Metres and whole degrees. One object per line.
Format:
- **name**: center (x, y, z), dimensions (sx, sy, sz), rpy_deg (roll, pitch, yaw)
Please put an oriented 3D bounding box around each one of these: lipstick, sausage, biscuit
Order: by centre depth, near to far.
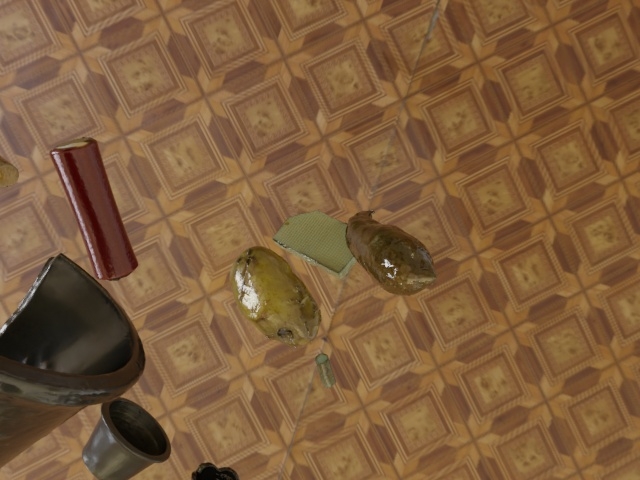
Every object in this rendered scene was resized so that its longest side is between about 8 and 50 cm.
- **lipstick**: center (-0.380, -0.050, 0.991), dimensions (0.080, 0.080, 0.241), rpy_deg (-13, 112, -5)
- **sausage**: center (-0.800, -0.199, 1.392), dimensions (0.065, 0.301, 0.066), rpy_deg (-25, 127, -37)
- **biscuit**: center (0.000, 0.000, 1.649), dimensions (0.252, 0.052, 0.150), rpy_deg (26, 68, 28)

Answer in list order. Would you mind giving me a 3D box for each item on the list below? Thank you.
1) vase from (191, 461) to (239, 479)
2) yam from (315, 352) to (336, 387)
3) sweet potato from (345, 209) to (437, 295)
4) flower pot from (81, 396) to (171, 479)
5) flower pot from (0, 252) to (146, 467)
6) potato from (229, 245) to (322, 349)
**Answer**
- **vase**: center (-0.235, 0.563, 1.131), dimensions (0.115, 0.115, 0.237), rpy_deg (21, 102, -6)
- **yam**: center (0.015, 0.377, 1.693), dimensions (0.043, 0.043, 0.094), rpy_deg (-17, 100, -4)
- **sweet potato**: center (0.132, 0.013, 1.285), dimensions (0.130, 0.423, 0.131), rpy_deg (-5, 110, -14)
- **flower pot**: center (-0.540, 0.556, 1.581), dimensions (0.235, 0.235, 0.148), rpy_deg (43, 89, -6)
- **flower pot**: center (-0.432, 0.145, 0.689), dimensions (0.379, 0.379, 0.251), rpy_deg (39, 92, -6)
- **potato**: center (-0.120, 0.146, 1.494), dimensions (0.173, 0.140, 0.300), rpy_deg (-40, 69, -6)
